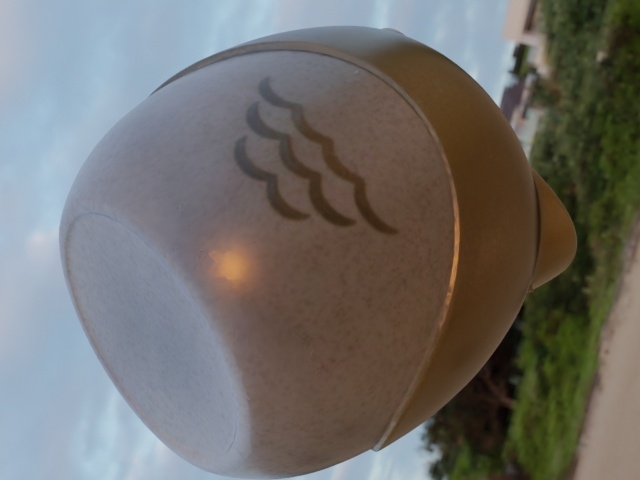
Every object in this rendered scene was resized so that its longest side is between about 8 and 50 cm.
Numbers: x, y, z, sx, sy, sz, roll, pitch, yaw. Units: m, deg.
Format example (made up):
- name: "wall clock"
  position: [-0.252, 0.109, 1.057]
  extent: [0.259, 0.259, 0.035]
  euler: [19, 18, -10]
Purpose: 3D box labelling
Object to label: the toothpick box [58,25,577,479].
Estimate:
- name: "toothpick box"
  position: [0.000, 0.000, 1.284]
  extent: [0.425, 0.409, 0.409]
  euler: [-31, -37, -30]
